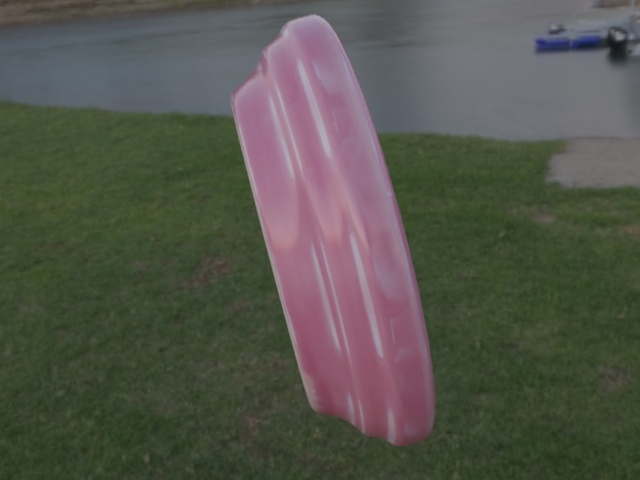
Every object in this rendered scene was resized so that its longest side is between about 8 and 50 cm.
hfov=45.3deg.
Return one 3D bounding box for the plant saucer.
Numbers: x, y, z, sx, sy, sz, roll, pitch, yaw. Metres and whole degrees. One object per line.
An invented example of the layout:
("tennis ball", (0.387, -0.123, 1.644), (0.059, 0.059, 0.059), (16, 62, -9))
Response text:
("plant saucer", (0.000, 0.000, 0.598), (0.084, 0.332, 0.332), (-15, 21, -3))
